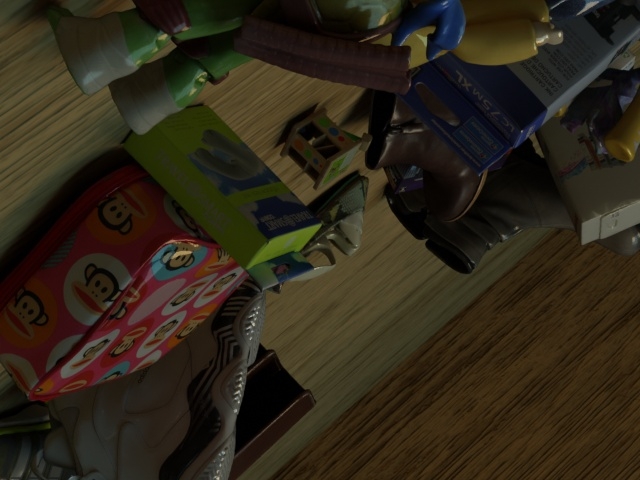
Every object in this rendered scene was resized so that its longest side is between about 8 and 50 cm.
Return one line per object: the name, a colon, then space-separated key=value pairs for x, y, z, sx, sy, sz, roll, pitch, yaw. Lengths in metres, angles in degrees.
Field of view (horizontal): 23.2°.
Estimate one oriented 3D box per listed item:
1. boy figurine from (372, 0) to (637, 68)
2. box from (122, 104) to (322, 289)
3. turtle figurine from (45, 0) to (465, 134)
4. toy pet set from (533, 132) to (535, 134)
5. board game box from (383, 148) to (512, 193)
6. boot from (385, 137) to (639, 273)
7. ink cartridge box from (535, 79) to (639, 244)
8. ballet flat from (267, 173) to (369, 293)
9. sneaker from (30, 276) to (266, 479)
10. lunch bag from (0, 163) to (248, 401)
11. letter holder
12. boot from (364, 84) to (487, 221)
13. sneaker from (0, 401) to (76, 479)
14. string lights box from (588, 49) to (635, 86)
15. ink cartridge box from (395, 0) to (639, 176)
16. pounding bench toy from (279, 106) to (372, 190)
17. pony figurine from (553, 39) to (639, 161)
boy figurine: x=0.167 y=-0.245 z=1.555 sx=0.285 sy=0.177 sz=0.092 roll=-18 pitch=140 yaw=-7
box: x=-0.077 y=-0.041 z=1.356 sx=0.042 sy=0.178 sz=0.109 roll=-50 pitch=167 yaw=24
turtle figurine: x=-0.054 y=-0.206 z=1.074 sx=0.266 sy=0.274 sz=0.198 roll=-26 pitch=-167 yaw=9
toy pet set: x=0.341 y=-0.219 z=2.456 sx=0.122 sy=0.065 sz=0.114 roll=81 pitch=21 yaw=-79
board game box: x=0.183 y=-0.132 z=2.069 sx=0.170 sy=0.048 sz=0.141 roll=-15 pitch=155 yaw=-21
boot: x=0.273 y=-0.023 z=2.195 sx=0.223 sy=0.338 sz=0.118 roll=-43 pitch=147 yaw=-22
ink cartridge box: x=0.373 y=-0.105 z=2.075 sx=0.127 sy=0.176 sz=0.128 roll=-21 pitch=165 yaw=4
ballet flat: x=0.000 y=0.000 z=1.978 sx=0.221 sy=0.079 sz=0.077 roll=-37 pitch=165 yaw=-32
sneaker: x=-0.179 y=0.122 z=1.688 sx=0.137 sy=0.210 sz=0.365 roll=98 pitch=3 yaw=-60
lunch bag: x=-0.183 y=0.048 z=1.451 sx=0.258 sy=0.120 sz=0.293 roll=-47 pitch=168 yaw=15
letter holder: x=-0.170 y=0.254 z=2.097 sx=0.302 sy=0.152 sz=0.214 roll=-43 pitch=168 yaw=-7
boot: x=0.117 y=-0.114 z=1.869 sx=0.207 sy=0.090 sz=0.248 roll=-23 pitch=132 yaw=-44
sneaker: x=-0.325 y=0.257 z=1.678 sx=0.300 sy=0.121 sz=0.111 roll=-26 pitch=158 yaw=-55
string lights box: x=0.374 y=-0.250 z=2.226 sx=0.077 sy=0.133 sz=0.260 roll=-42 pitch=168 yaw=1
ink cartridge box: x=0.219 y=-0.234 z=1.658 sx=0.311 sy=0.186 sz=0.065 roll=-41 pitch=170 yaw=-11
pounding bench toy: x=0.007 y=-0.108 z=1.676 sx=0.083 sy=0.065 sz=0.052 roll=-35 pitch=164 yaw=-38
pony figurine: x=0.406 y=-0.282 z=1.894 sx=0.363 sy=0.303 sz=0.351 roll=-55 pitch=135 yaw=-18
